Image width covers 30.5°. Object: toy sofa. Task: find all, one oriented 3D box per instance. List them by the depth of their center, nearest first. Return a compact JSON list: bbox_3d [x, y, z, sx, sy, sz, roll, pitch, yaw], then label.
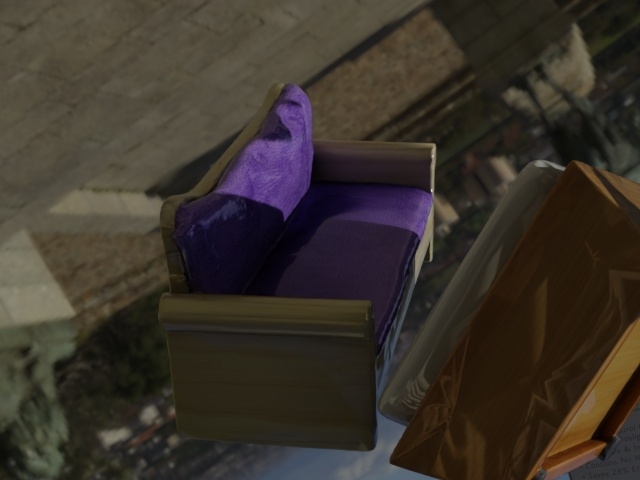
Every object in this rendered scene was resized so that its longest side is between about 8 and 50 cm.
[{"bbox_3d":[0.000,0.000,0.943,0.150,0.177,0.362,3,-157,12],"label":"toy sofa"}]

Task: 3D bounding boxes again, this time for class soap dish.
[{"bbox_3d":[0.181,0.066,0.848,0.228,0.118,0.291,-60,156,12],"label":"soap dish"}]

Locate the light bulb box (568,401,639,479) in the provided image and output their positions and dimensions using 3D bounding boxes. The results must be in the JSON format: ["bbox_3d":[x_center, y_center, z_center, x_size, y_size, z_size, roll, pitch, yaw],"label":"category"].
[{"bbox_3d":[0.458,0.134,1.481,0.358,0.361,0.225,-14,-158,13],"label":"light bulb box"}]
